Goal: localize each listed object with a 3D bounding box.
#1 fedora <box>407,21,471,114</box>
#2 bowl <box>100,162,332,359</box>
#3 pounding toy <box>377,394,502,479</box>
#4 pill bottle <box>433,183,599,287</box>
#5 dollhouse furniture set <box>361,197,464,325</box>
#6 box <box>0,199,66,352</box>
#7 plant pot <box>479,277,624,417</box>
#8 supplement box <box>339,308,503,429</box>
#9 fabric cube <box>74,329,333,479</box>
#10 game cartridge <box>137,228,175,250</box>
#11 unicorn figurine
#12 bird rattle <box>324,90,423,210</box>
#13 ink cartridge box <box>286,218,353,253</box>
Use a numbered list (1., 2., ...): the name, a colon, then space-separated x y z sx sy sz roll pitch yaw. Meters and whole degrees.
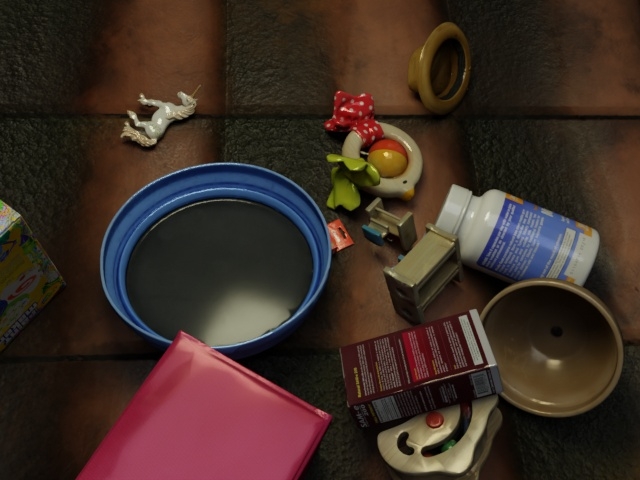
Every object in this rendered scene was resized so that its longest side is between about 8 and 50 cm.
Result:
1. fedora: 0.237 -0.355 1.446 0.079 0.194 0.194 12 57 43
2. bowl: -0.176 0.032 1.205 0.391 0.077 0.391 1 53 -1
3. pounding toy: 0.192 0.349 1.134 0.154 0.155 0.269 11 50 32
4. pill bottle: 0.345 -0.002 1.266 0.272 0.152 0.152 24 65 6
5. dollhouse furniture set: 0.144 0.038 1.264 0.184 0.129 0.129 30 64 36
6. box: -0.590 0.078 1.079 0.177 0.279 0.290 34 66 11
7. plant pot: 0.392 0.169 1.186 0.237 0.237 0.110 41 27 14
8. supplement box: 0.159 0.209 1.131 0.239 0.073 0.130 -16 37 8
9. fabric cube: -0.159 0.331 1.006 0.254 0.259 0.258 28 65 10
10. game cartridge: -0.291 0.020 1.278 0.083 0.017 0.056 -33 75 -18
11. unicorn figurine: -0.318 -0.251 1.387 0.111 0.060 0.162 25 81 7
12. bird rattle: 0.099 -0.167 1.368 0.207 0.143 0.253 17 51 -9
13. ink cartridge box: 0.000 0.000 1.304 0.115 0.029 0.063 -25 68 -15
